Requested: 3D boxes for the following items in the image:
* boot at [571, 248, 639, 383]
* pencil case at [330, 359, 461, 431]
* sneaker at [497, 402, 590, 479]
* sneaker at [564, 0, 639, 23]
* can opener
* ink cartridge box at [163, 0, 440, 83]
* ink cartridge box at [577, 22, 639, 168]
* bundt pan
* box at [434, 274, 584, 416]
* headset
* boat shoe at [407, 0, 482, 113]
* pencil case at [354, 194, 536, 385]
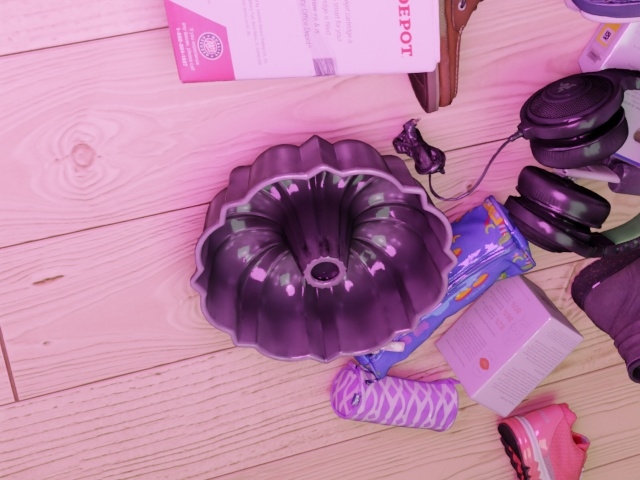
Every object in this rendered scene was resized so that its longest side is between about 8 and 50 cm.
[{"bbox_3d":[0.563,0.065,1.695,0.338,0.222,0.118,-38,129,6],"label":"boot"},{"bbox_3d":[0.112,0.236,1.718,0.206,0.086,0.088,14,90,-32],"label":"pencil case"},{"bbox_3d":[0.407,0.395,1.937,0.136,0.116,0.313,-27,130,-5],"label":"sneaker"},{"bbox_3d":[0.296,-0.328,1.327,0.323,0.130,0.236,1,159,-10],"label":"sneaker"},{"bbox_3d":[0.431,-0.108,1.609,0.280,0.074,0.093,9,120,-29],"label":"can opener"},{"bbox_3d":[-0.019,-0.283,1.194,0.283,0.117,0.207,-2,127,7],"label":"ink cartridge box"},{"bbox_3d":[0.506,-0.238,1.545,0.304,0.072,0.307,19,117,-29],"label":"ink cartridge box"},{"bbox_3d":[0.000,0.000,1.439,0.331,0.124,0.330,-4,132,-4],"label":"bundt pan"},{"bbox_3d":[0.278,0.151,1.694,0.091,0.130,0.170,31,108,-38],"label":"box"},{"bbox_3d":[0.301,-0.106,1.473,0.394,0.185,0.243,-2,113,-20],"label":"headset"},{"bbox_3d":[0.147,-0.291,1.329,0.105,0.110,0.307,-17,129,-10],"label":"boat shoe"},{"bbox_3d":[0.155,0.067,1.581,0.306,0.133,0.119,-36,108,3],"label":"pencil case"}]
